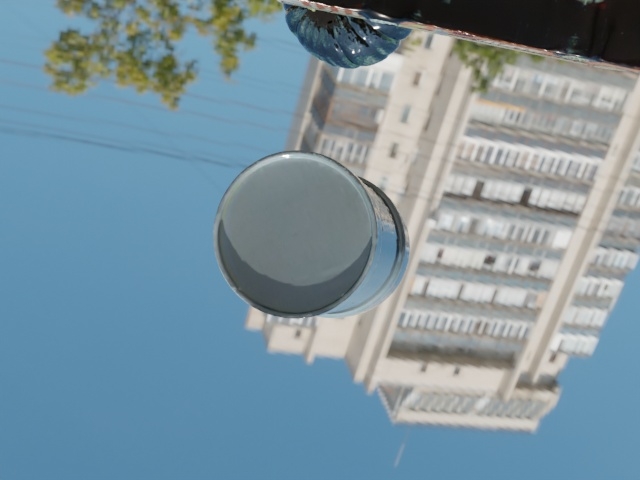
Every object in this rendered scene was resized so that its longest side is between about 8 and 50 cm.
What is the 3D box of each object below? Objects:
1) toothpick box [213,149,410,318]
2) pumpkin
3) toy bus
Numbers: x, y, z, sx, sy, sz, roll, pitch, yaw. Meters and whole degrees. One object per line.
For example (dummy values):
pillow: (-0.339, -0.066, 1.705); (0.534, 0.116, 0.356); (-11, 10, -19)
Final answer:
toothpick box: (0.000, 0.000, 0.694); (0.101, 0.101, 0.153); (23, 180, 12)
pumpkin: (0.041, -0.320, 1.388); (0.194, 0.194, 0.150); (32, 171, 29)
toy bus: (0.156, -0.255, 1.126); (0.408, 0.093, 0.092); (10, -174, -9)
